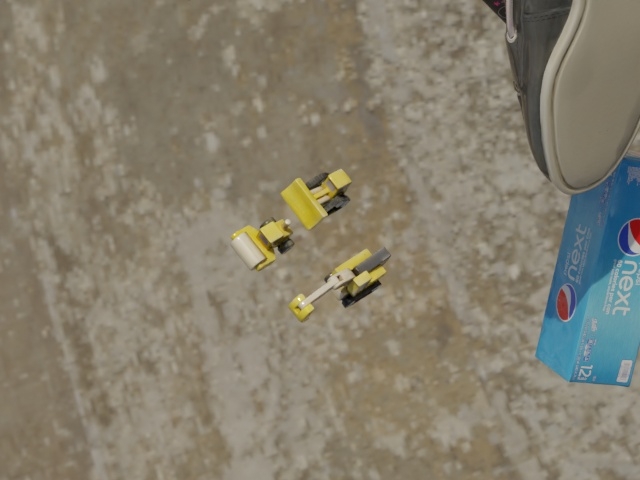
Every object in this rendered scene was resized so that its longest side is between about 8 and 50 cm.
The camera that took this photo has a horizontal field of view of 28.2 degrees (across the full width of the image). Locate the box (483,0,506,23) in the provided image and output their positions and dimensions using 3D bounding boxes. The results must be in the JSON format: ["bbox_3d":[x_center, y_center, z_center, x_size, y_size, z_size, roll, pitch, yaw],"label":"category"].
[{"bbox_3d":[0.281,-0.346,1.337,0.247,0.142,0.163,-17,58,33],"label":"box"}]

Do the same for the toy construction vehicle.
[{"bbox_3d":[0.000,0.000,0.797,0.086,0.098,0.035,54,142,11],"label":"toy construction vehicle"}]

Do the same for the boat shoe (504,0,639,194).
[{"bbox_3d":[0.185,-0.196,0.931,0.095,0.112,0.335,47,149,49],"label":"boat shoe"}]

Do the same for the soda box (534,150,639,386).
[{"bbox_3d":[0.262,0.023,1.167,0.071,0.067,0.210,-139,58,-67],"label":"soda box"}]
